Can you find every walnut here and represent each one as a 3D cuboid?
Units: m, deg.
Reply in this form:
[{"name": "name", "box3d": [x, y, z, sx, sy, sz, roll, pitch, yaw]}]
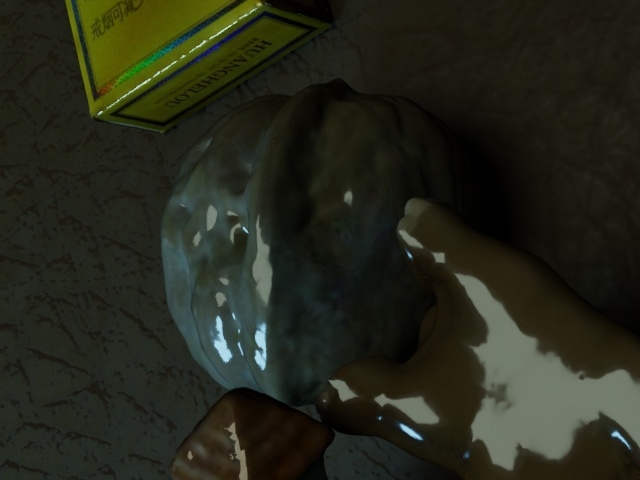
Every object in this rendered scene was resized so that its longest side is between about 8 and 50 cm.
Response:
[{"name": "walnut", "box3d": [0.000, 0.000, 1.040, 0.224, 0.224, 0.224, -5, 82, 39]}]

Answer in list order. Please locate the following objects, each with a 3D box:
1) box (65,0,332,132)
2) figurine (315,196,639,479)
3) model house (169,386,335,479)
[{"name": "box", "box3d": [-0.121, -0.262, 1.239, 0.193, 0.084, 0.301, -28, 68, 33]}, {"name": "figurine", "box3d": [0.145, 0.109, 0.924, 0.247, 0.173, 0.177, 25, 90, 22]}, {"name": "model house", "box3d": [-0.010, 0.258, 0.893, 0.295, 0.252, 0.329, 23, 142, 39]}]
